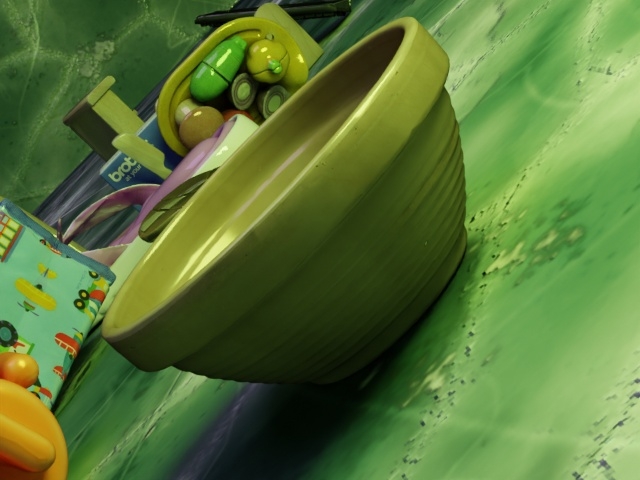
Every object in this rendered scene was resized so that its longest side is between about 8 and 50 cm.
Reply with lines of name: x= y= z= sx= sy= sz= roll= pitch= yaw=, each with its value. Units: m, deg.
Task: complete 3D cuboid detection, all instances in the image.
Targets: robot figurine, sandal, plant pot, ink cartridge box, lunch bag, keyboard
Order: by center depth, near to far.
plant pot: x=0.000 y=0.000 z=0.829 sx=0.237 sy=0.110 sz=0.237 roll=-42 pitch=13 yaw=12
robot figurine: x=-0.264 y=0.166 z=1.128 sx=0.128 sy=0.158 sz=0.219 roll=-8 pitch=-4 yaw=-24
sandal: x=-0.088 y=-0.043 z=1.429 sx=0.180 sy=0.049 sz=0.072 roll=-32 pitch=17 yaw=-3
lunch bag: x=-0.355 y=0.136 z=1.469 sx=0.293 sy=0.138 sz=0.221 roll=-37 pitch=24 yaw=43
sandal: x=-0.225 y=-0.002 z=1.598 sx=0.416 sy=0.102 sz=0.169 roll=-43 pitch=12 yaw=18
ink cartridge box: x=-0.141 y=-0.116 z=1.708 sx=0.207 sy=0.097 sz=0.046 roll=-46 pitch=12 yaw=2
keyboard: x=-0.054 y=-0.277 z=1.876 sx=0.180 sy=0.023 sz=0.108 roll=-2 pitch=13 yaw=17

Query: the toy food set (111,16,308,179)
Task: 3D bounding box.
toy food set: x=-0.100 y=-0.135 z=1.631 sx=0.218 sy=0.128 sz=0.071 roll=-46 pitch=35 yaw=2

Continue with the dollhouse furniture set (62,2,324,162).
dollhouse furniture set: x=-0.159 y=-0.180 z=1.819 sx=0.242 sy=0.161 sz=0.212 roll=-51 pitch=13 yaw=-24

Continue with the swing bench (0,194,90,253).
swing bench: x=-0.462 y=0.041 z=1.891 sx=0.165 sy=0.254 sz=0.253 roll=-34 pitch=17 yaw=44
